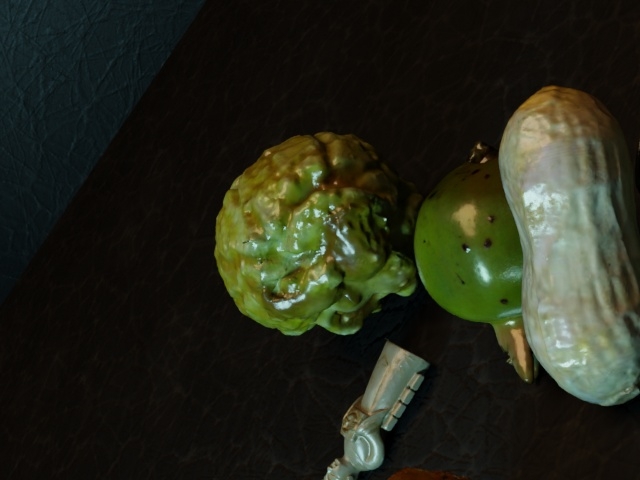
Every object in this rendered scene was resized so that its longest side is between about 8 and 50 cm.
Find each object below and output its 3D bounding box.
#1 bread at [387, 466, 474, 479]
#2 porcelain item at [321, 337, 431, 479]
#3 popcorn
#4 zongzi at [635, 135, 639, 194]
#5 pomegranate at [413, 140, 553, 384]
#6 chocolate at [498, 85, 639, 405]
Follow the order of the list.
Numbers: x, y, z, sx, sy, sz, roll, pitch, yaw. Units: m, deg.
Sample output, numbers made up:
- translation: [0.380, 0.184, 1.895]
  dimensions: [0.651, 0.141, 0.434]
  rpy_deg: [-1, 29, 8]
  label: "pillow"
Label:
- translation: [0.143, 0.350, 1.140]
  dimensions: [0.109, 0.185, 0.380]
  rpy_deg: [-56, 25, 24]
  label: "bread"
- translation: [0.056, 0.224, 1.586]
  dimensions: [0.213, 0.054, 0.084]
  rpy_deg: [-62, 23, -2]
  label: "porcelain item"
- translation: [-0.006, -0.001, 1.700]
  dimensions: [0.282, 0.282, 0.247]
  rpy_deg: [-45, 41, 29]
  label: "popcorn"
- translation: [0.437, -0.163, 1.202]
  dimensions: [0.286, 0.138, 0.300]
  rpy_deg: [0, 63, 59]
  label: "zongzi"
- translation: [0.200, 0.022, 1.387]
  dimensions: [0.198, 0.198, 0.246]
  rpy_deg: [-41, 44, 35]
  label: "pomegranate"
- translation: [0.240, 0.009, 1.246]
  dimensions: [0.134, 0.134, 0.309]
  rpy_deg: [1, 104, 62]
  label: "chocolate"
